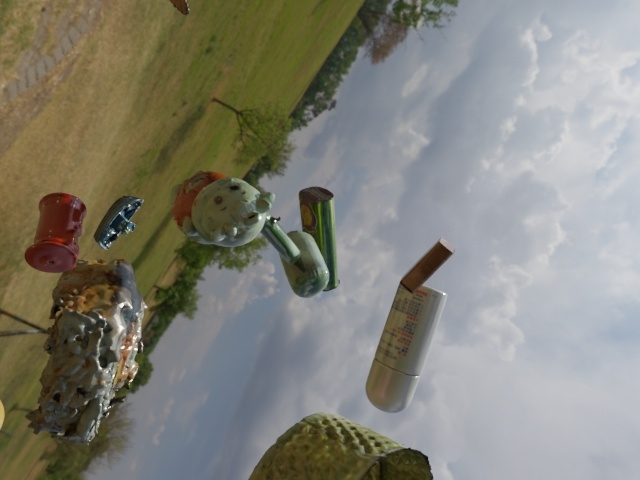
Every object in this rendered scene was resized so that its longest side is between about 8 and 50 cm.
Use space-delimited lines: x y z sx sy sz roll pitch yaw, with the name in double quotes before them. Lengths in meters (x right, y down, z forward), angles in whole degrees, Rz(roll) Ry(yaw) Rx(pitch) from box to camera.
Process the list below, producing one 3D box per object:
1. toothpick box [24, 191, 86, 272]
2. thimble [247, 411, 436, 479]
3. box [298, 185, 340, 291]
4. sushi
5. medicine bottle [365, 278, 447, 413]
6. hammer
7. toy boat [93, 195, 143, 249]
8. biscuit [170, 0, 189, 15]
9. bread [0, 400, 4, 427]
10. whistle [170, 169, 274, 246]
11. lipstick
"toothpick box" -0.277 -0.007 0.444 0.047 0.047 0.083 -51 -140 30
"thimble" 0.022 0.384 0.559 0.149 0.271 0.271 6 -116 44
"box" 0.000 0.000 1.429 0.134 0.097 0.346 36 -42 50
"sushi" -0.524 0.252 0.970 0.417 0.175 0.418 -170 -90 -76
"medicine bottle" 0.217 0.280 1.103 0.130 0.130 0.341 -171 -79 -75
"hammer" -0.092 0.006 1.134 0.118 0.336 0.207 -31 -131 4
"toy boat" -0.447 -0.041 0.944 0.137 0.060 0.060 -59 172 -12
"biscuit" -0.365 -0.633 0.885 0.013 0.237 0.232 -41 171 -21
"bread" -0.816 0.399 0.988 0.085 0.134 0.173 -31 164 -24
"whistle" -0.153 -0.047 0.604 0.253 0.101 0.106 14 -73 52
"lipstick" 0.250 0.060 0.993 0.145 0.045 0.045 -52 172 29
